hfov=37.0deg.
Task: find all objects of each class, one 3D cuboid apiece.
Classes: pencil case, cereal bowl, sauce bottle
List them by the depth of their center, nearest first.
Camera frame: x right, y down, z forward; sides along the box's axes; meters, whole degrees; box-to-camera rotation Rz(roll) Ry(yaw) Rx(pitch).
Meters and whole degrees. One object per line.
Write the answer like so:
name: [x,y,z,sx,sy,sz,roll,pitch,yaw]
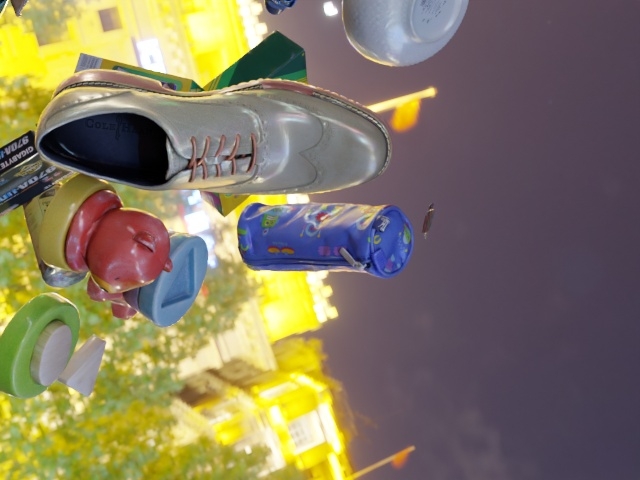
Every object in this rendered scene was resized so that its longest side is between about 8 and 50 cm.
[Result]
pencil case: [0.000,0.000,1.571,0.306,0.133,0.119,2,-56,34]
sauce bottle: [-0.612,-0.060,2.155,0.111,0.111,0.344,109,-38,-53]
cereal bowl: [0.223,-0.553,2.202,0.141,0.339,0.339,39,-39,41]

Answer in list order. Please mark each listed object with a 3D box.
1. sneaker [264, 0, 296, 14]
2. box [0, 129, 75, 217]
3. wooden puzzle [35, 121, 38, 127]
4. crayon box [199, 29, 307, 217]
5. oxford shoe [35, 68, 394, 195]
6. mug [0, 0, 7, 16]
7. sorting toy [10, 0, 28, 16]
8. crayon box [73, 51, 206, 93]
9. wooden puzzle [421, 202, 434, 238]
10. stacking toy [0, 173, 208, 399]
sneaker: [-0.075,-0.477,1.866,0.144,0.053,0.059,135,-39,-61]
box: [-0.592,-0.120,1.831,0.051,0.220,0.175,62,6,12]
wooden puzzle: [-0.304,-0.142,1.233,0.014,0.116,0.078,-79,146,-63]
crayon box: [-0.168,-0.269,2.281,0.106,0.313,0.363,38,-22,22]
oxford shoe: [-0.116,-0.096,1.061,0.146,0.397,0.140,-87,179,-63]
mug: [-0.728,-0.510,1.972,0.158,0.129,0.097,31,-37,-14]
sorting toy: [-0.569,-0.572,1.873,0.208,0.038,0.193,-42,-118,35]
crayon box: [-0.405,-0.286,2.050,0.081,0.279,0.165,39,67,-75]
wooden puzzle: [0.239,-0.044,2.121,0.006,0.049,0.083,16,-78,19]
stacking toy: [-0.247,0.089,1.185,0.130,0.279,0.309,23,-5,17]
